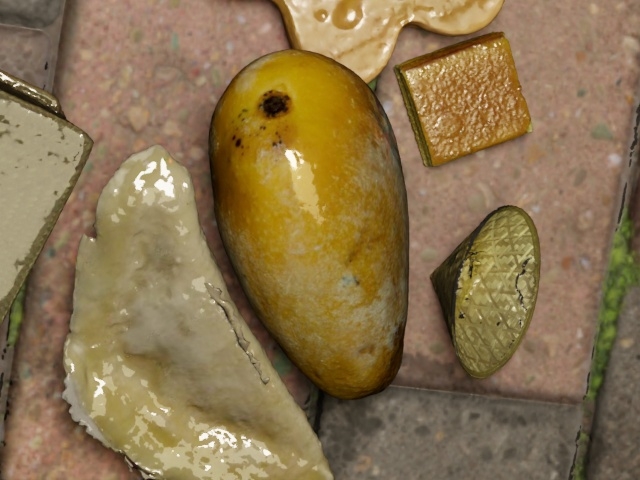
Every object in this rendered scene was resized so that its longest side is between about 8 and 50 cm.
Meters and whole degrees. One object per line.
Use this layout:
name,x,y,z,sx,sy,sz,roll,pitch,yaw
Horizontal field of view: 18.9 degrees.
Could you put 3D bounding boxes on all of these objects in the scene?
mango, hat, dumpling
mango,0.000,0.000,1.480,0.146,0.192,0.316,-7,125,9
hat,0.119,0.037,1.586,0.146,0.067,0.146,-26,121,-52
dumpling,-0.119,0.092,1.518,0.166,0.086,0.332,-22,106,5

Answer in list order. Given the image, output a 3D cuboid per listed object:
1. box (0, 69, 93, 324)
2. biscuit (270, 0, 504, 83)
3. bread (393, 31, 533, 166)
box,-0.330,-0.068,1.408,0.273,0.143,0.184,26,92,-18
biscuit,0.005,-0.299,1.499,0.275,0.052,0.355,-30,102,-6
bread,0.117,-0.116,1.569,0.094,0.035,0.090,-20,103,-10
